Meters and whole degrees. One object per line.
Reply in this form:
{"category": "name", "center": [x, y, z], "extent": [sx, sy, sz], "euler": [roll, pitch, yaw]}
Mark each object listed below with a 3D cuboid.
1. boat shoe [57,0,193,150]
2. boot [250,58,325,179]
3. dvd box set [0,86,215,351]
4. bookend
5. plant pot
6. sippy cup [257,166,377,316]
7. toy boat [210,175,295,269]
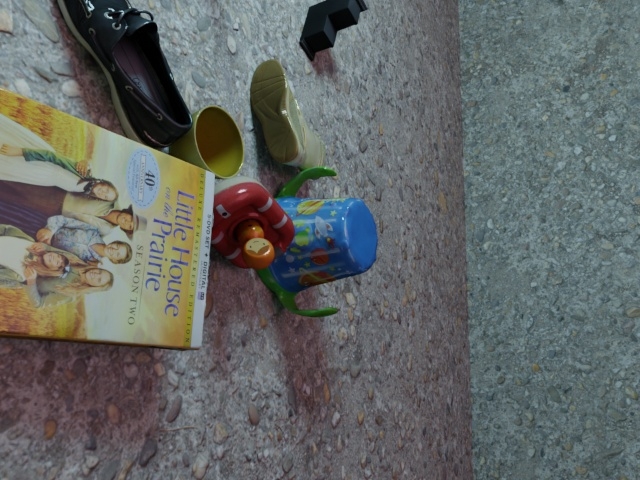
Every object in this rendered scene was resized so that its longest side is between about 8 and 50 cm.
{"category": "boat shoe", "center": [-0.304, -0.313, 0.839], "extent": [0.127, 0.113, 0.339], "euler": [-40, 117, -54]}
{"category": "boot", "center": [-0.069, -0.284, 1.259], "extent": [0.203, 0.095, 0.261], "euler": [20, 52, -66]}
{"category": "dvd box set", "center": [-0.334, -0.012, 0.721], "extent": [0.421, 0.062, 0.307], "euler": [20, 66, -49]}
{"category": "bookend", "center": [0.037, -0.599, 1.448], "extent": [0.072, 0.157, 0.156], "euler": [46, 45, -45]}
{"category": "plant pot", "center": [-0.220, -0.173, 0.968], "extent": [0.134, 0.095, 0.134], "euler": [19, 67, -56]}
{"category": "sippy cup", "center": [0.000, 0.000, 1.178], "extent": [0.240, 0.224, 0.305], "euler": [-44, 120, -55]}
{"category": "toy boat", "center": [-0.132, -0.008, 0.982], "extent": [0.231, 0.151, 0.151], "euler": [50, 7, -50]}
